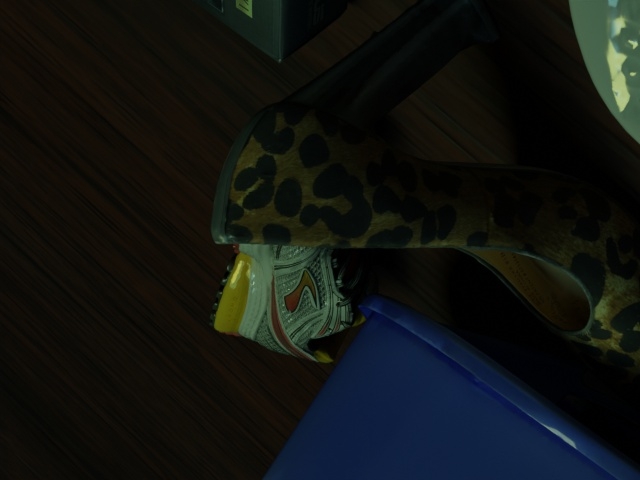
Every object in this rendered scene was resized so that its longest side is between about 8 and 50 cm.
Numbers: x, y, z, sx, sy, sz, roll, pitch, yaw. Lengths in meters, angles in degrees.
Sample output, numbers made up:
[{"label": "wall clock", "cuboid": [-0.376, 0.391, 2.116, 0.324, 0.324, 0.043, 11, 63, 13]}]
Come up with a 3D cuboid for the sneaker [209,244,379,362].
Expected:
[{"label": "sneaker", "cuboid": [0.000, 0.000, 1.184, 0.092, 0.088, 0.225, 25, 151, 4]}]

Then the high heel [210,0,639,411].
[{"label": "high heel", "cuboid": [0.064, 0.024, 0.972, 0.261, 0.186, 0.093, 56, 153, -13]}]

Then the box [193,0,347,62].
[{"label": "box", "cuboid": [-0.065, -0.225, 0.988, 0.183, 0.059, 0.233, 38, 151, 24]}]

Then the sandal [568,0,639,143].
[{"label": "sandal", "cuboid": [0.254, -0.128, 0.574, 0.416, 0.102, 0.169, -11, 98, 43]}]

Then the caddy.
[{"label": "caddy", "cuboid": [0.134, 0.160, 1.067, 0.341, 0.179, 0.241, 36, 175, 26]}]
